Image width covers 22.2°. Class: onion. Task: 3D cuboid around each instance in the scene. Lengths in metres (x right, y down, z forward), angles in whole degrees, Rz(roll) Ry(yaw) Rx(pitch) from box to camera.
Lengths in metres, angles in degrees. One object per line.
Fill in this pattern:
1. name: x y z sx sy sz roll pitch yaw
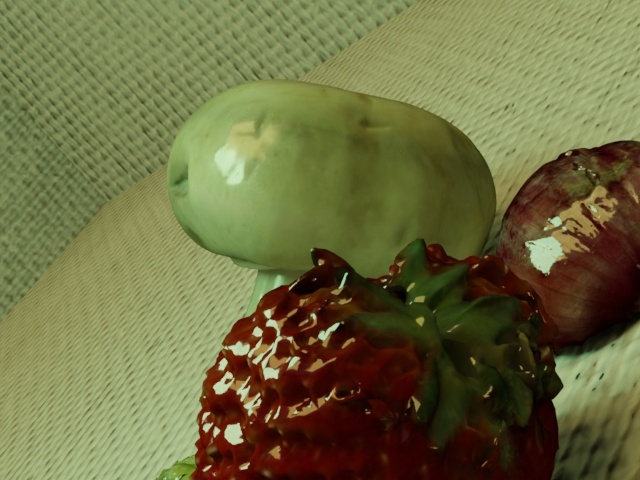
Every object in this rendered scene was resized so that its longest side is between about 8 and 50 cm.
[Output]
1. onion: 0.236 -0.015 1.512 0.227 0.120 0.283 -38 13 -7

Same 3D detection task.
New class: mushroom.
1. mushroom: 0.016 -0.029 1.764 0.325 0.353 0.353 -25 21 40

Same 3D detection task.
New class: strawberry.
1. strawberry: 0.041 0.178 1.247 0.312 0.267 0.351 -16 -44 -53

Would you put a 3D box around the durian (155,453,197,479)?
1. durian: -0.119 0.293 1.564 0.146 0.102 0.208 -49 24 26

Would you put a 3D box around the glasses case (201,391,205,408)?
1. glasses case: -0.048 0.130 1.942 0.234 0.064 0.079 -40 8 9
